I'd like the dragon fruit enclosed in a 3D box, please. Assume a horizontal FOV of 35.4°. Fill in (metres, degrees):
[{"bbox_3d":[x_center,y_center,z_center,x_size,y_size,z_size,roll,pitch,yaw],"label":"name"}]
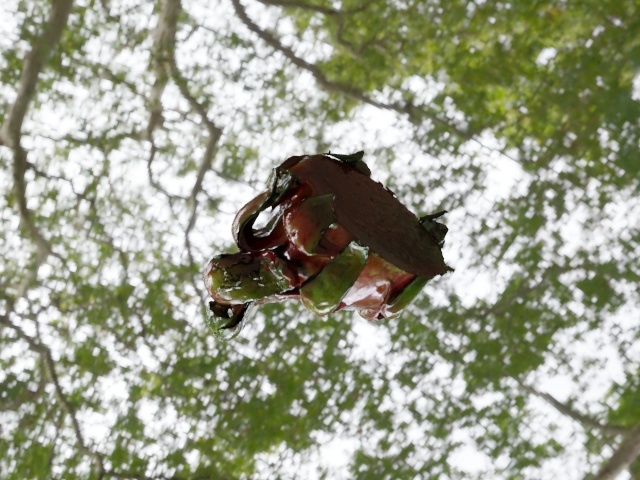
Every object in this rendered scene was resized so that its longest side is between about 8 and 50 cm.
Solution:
[{"bbox_3d":[0.000,0.000,0.654,0.142,0.175,0.138,61,-178,-30],"label":"dragon fruit"}]
